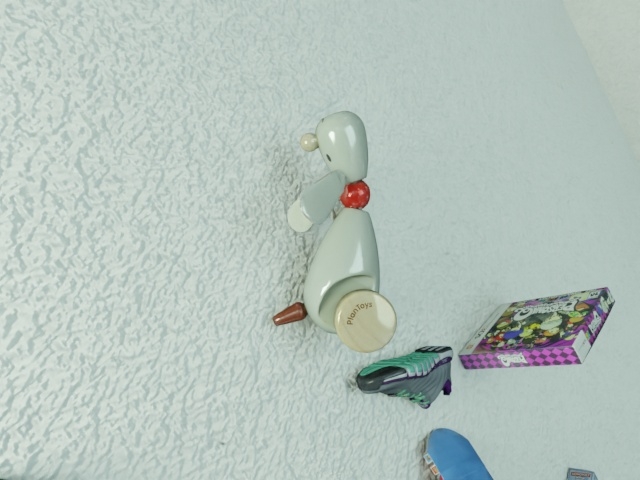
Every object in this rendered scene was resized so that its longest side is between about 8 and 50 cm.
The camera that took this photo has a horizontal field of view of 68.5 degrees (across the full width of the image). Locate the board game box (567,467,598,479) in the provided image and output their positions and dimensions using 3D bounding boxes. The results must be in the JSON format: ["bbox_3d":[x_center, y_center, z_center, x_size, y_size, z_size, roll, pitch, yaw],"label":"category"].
[{"bbox_3d":[0.599,0.623,1.039,0.194,0.060,0.194,34,60,-27],"label":"board game box"}]

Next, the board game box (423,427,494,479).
[{"bbox_3d":[0.240,0.409,0.806,0.133,0.033,0.168,9,40,-44],"label":"board game box"}]

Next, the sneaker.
[{"bbox_3d":[0.154,0.242,0.779,0.224,0.083,0.098,-4,85,-40],"label":"sneaker"}]

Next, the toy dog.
[{"bbox_3d":[0.000,0.000,0.675,0.161,0.220,0.333,-6,72,-8],"label":"toy dog"}]

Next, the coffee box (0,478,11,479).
[{"bbox_3d":[-0.294,0.320,0.422,0.113,0.040,0.184,24,63,-31],"label":"coffee box"}]

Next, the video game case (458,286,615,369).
[{"bbox_3d":[0.413,0.171,0.906,0.210,0.232,0.041,-32,96,-39],"label":"video game case"}]
